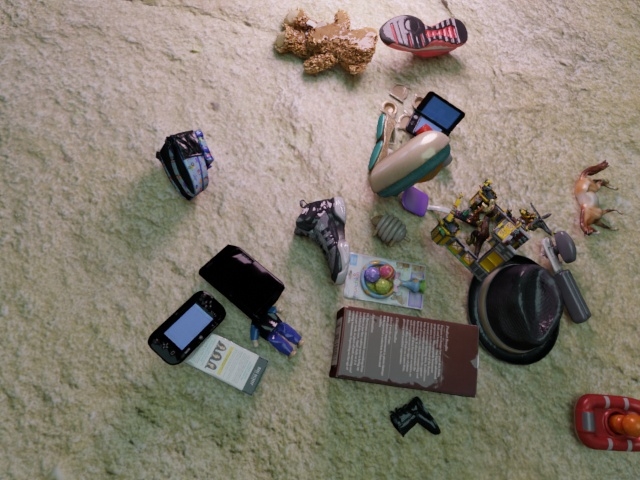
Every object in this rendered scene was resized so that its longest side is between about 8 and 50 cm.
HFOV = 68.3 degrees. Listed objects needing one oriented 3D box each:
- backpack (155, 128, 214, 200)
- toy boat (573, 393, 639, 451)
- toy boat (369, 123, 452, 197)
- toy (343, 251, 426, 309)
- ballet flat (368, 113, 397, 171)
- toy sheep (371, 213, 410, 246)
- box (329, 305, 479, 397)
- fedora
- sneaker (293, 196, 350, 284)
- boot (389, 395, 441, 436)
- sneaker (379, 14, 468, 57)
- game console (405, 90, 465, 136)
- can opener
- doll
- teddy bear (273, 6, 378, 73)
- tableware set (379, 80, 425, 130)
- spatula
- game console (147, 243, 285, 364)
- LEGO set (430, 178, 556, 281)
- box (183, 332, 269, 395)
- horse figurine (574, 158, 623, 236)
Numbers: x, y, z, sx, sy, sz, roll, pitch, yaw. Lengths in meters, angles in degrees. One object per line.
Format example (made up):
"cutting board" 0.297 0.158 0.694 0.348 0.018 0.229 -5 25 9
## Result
"backpack" -0.370 -0.208 1.335 0.116 0.158 0.173 -26 94 -32
"toy boat" 0.844 0.513 1.318 0.231 0.151 0.151 6 75 -7
"toy boat" 0.301 -0.237 1.406 0.148 0.267 0.318 52 44 -7
"toy" 0.195 0.114 1.380 0.237 0.056 0.137 11 72 -6
"ballet flat" 0.204 -0.303 1.490 0.067 0.073 0.206 19 76 -18
"toy sheep" 0.210 -0.031 1.407 0.132 0.091 0.091 33 73 7
"box" 0.226 0.304 1.292 0.381 0.143 0.191 10 73 -4
"fedora" 0.592 0.189 1.368 0.333 0.152 0.334 2 74 -8
"sneaker" 0.000 0.000 1.362 0.153 0.101 0.269 0 69 -8
"boot" 0.256 0.499 1.290 0.099 0.045 0.121 -30 74 -17
"sneaker" 0.327 -0.650 1.560 0.313 0.136 0.116 -6 81 -19
"game console" 0.367 -0.380 1.514 0.144 0.085 0.124 30 72 -8
"can opener" 0.756 0.112 1.444 0.074 0.093 0.281 -10 79 -43
"doll" -0.139 0.245 1.299 0.189 0.046 0.129 39 72 3
"teddy bear" 0.016 -0.647 1.545 0.337 0.113 0.245 2 67 0
"tableware set" 0.277 -0.446 1.562 0.141 0.020 0.169 30 72 0
"spatula" 0.390 -0.091 1.477 0.296 0.030 0.084 19 70 -3
"game console" -0.279 0.181 1.248 0.213 0.044 0.361 37 59 11
"LEGO set" 0.501 -0.057 1.354 0.331 0.192 0.255 -25 71 -31
"box" -0.267 0.312 1.254 0.244 0.060 0.101 27 73 -1
"horse figurine" 0.901 -0.134 1.549 0.174 0.066 0.264 1 77 -14
